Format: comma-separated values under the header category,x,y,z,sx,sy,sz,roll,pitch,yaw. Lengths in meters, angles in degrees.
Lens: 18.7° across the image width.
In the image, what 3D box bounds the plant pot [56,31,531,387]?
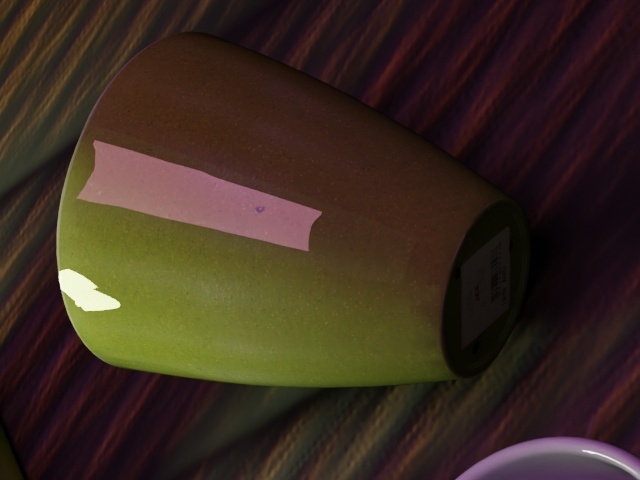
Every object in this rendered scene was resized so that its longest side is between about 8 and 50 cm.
category,x,y,z,sx,sy,sz,roll,pitch,yaw
plant pot,0.000,0.000,1.477,0.293,0.275,0.275,14,80,30

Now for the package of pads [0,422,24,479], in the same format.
category,x,y,z,sx,sy,sz,roll,pitch,yaw
package of pads,-0.367,0.218,1.718,0.101,0.229,0.296,-49,44,15

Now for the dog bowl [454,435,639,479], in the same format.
category,x,y,z,sx,sy,sz,roll,pitch,yaw
dog bowl,0.168,0.268,1.273,0.265,0.104,0.265,-21,58,37
